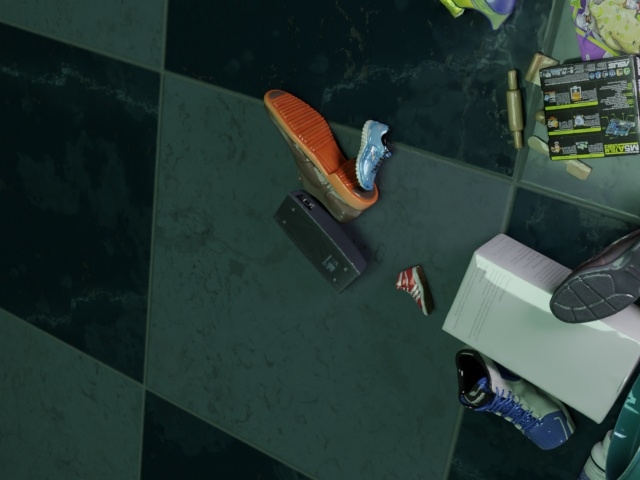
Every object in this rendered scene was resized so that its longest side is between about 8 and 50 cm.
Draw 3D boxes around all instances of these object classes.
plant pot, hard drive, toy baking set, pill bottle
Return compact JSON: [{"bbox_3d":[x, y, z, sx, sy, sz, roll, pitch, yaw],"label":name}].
[{"bbox_3d":[0.725,0.392,1.683,0.255,0.271,0.271,22,119,11],"label":"plant pot"},{"bbox_3d":[0.000,0.000,2.113,0.254,0.054,0.172,49,153,5],"label":"hard drive"},{"bbox_3d":[0.469,-0.247,1.760,0.197,0.030,0.256,6,110,33],"label":"toy baking set"},{"bbox_3d":[0.617,0.492,1.882,0.094,0.094,0.169,29,120,23],"label":"pill bottle"}]

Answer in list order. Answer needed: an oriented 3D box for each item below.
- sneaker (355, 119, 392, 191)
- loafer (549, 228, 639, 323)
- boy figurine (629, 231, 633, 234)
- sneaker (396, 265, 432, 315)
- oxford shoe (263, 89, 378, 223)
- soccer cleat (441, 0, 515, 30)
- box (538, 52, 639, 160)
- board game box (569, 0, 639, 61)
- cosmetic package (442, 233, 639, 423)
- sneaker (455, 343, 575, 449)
[{"bbox_3d":[0.124,-0.190,1.979,0.073,0.063,0.162,9,91,18],"label":"sneaker"},{"bbox_3d":[0.564,0.053,1.639,0.109,0.095,0.302,46,124,-6],"label":"loafer"},{"bbox_3d":[0.681,0.031,1.673,0.177,0.092,0.285,4,110,44],"label":"boy figurine"},{"bbox_3d":[0.219,0.123,2.055,0.067,0.042,0.118,-16,89,33],"label":"sneaker"},{"bbox_3d":[-0.028,-0.194,2.062,0.363,0.130,0.133,53,133,8],"label":"oxford shoe"},{"bbox_3d":[0.259,-0.519,1.771,0.289,0.093,0.121,33,129,21],"label":"soccer cleat"},{"bbox_3d":[0.514,-0.246,1.648,0.191,0.045,0.184,-1,106,44],"label":"box"},{"bbox_3d":[0.583,-0.348,1.608,0.208,0.056,0.346,-9,98,41],"label":"board game box"},{"bbox_3d":[0.477,0.175,1.830,0.385,0.156,0.217,31,121,20],"label":"cosmetic package"},{"bbox_3d":[0.396,0.345,1.926,0.315,0.182,0.127,51,128,9],"label":"sneaker"}]
